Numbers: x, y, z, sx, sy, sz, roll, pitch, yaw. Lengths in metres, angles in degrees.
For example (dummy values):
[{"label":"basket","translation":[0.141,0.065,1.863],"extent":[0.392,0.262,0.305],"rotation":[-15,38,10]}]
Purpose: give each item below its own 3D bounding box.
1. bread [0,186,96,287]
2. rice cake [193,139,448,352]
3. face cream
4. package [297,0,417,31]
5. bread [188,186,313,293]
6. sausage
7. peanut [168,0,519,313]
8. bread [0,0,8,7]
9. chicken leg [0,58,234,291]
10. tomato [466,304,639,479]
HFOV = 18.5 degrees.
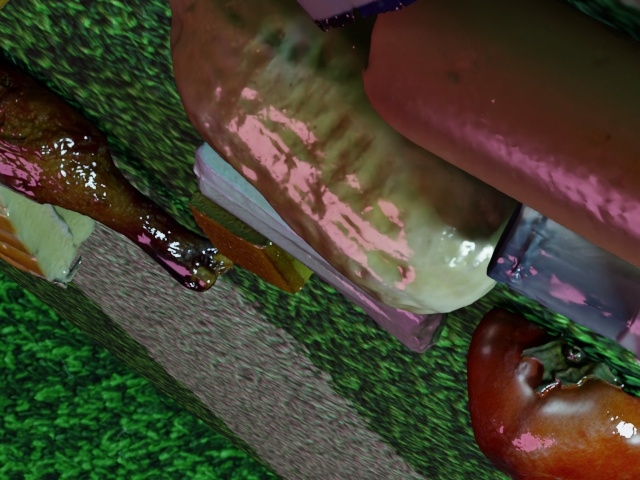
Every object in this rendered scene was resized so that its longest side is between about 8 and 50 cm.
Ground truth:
[{"label":"bread","translation":[-0.352,-0.081,1.965],"extent":[0.246,0.111,0.239],"rotation":[32,168,19]},{"label":"rice cake","translation":[0.001,0.001,1.449],"extent":[0.222,0.042,0.080],"rotation":[36,164,8]},{"label":"face cream","translation":[0.215,0.058,0.890],"extent":[0.291,0.071,0.144],"rotation":[28,179,0]},{"label":"package","translation":[0.002,-0.169,0.777],"extent":[0.194,0.071,0.269],"rotation":[36,155,-9]},{"label":"bread","translation":[-0.057,-0.003,1.610],"extent":[0.090,0.035,0.094],"rotation":[30,166,27]},{"label":"sausage","translation":[0.141,-0.033,0.827],"extent":[0.289,0.086,0.086],"rotation":[31,166,23]},{"label":"peanut","translation":[0.015,-0.066,0.966],"extent":[0.224,0.129,0.129],"rotation":[48,168,-1]},{"label":"bread","translation":[-0.260,-0.180,1.360],"extent":[0.084,0.109,0.080],"rotation":[41,171,1]},{"label":"chicken leg","translation":[-0.251,-0.079,1.746],"extent":[0.407,0.096,0.158],"rotation":[35,172,-4]},{"label":"tomato","translation":[0.159,0.126,1.354],"extent":[0.159,0.091,0.139],"rotation":[31,168,16]}]
